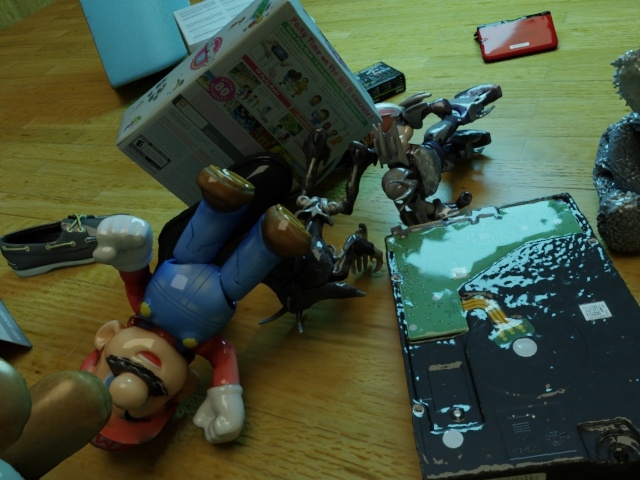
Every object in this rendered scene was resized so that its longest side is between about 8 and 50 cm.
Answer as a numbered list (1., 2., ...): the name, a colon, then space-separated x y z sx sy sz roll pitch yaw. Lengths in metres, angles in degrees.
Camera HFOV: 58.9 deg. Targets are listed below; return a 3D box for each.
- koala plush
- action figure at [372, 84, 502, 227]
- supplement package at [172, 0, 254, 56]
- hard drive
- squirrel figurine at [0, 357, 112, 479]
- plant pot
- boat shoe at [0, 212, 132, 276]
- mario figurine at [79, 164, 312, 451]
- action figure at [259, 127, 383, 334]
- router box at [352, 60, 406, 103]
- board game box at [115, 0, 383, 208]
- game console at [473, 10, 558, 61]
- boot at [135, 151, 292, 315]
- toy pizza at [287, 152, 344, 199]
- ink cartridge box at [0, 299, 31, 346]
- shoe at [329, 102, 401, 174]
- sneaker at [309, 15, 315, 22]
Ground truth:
1. koala plush: 0.406 -0.131 0.634 0.196 0.221 0.203 -7 49 14
2. action figure: 0.163 -0.123 0.783 0.099 0.185 0.285 7 35 33
3. supplement package: -0.169 -0.389 1.196 0.198 0.199 0.262 -23 39 -6
4. hard drive: 0.200 0.090 0.594 0.237 0.064 0.338 -12 40 7
5. squirrel figurine: -0.334 0.231 0.392 0.370 0.281 0.397 38 89 5
6. plant pot: -0.449 -0.544 1.433 0.252 0.247 0.247 -20 23 -13
7. boat shoe: -0.412 -0.004 0.932 0.228 0.068 0.081 -17 39 1
8. mario figurine: -0.146 0.090 0.578 0.198 0.170 0.320 39 99 31
9. action figure: 0.000 0.000 0.723 0.164 0.141 0.275 9 65 18
10. router box: 0.095 -0.307 1.129 0.123 0.038 0.092 -25 40 -10
11. board game box: -0.100 -0.174 0.814 0.303 0.224 0.097 -34 38 17
12. game console: 0.395 -0.409 1.159 0.144 0.085 0.124 -9 70 12
13. boot: -0.135 0.010 0.758 0.247 0.094 0.207 -32 33 18
14. toy pizza: -0.037 -0.151 0.940 0.201 0.032 0.201 -26 42 25
15. ink cartridge box: -0.603 0.103 0.791 0.309 0.272 0.130 28 87 42
16. shoe: 0.065 -0.168 0.959 0.178 0.063 0.081 -22 40 2
17. sneaker: -0.040 -0.455 1.294 0.090 0.115 0.232 -17 39 1
